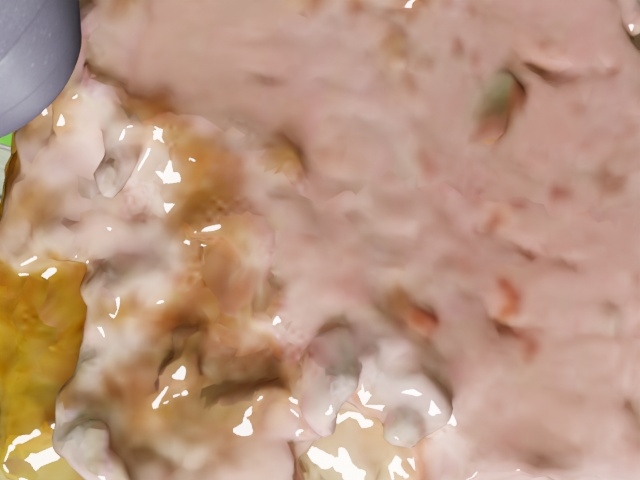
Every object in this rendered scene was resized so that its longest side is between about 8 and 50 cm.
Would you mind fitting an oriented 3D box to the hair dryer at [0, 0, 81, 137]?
[{"bbox_3d":[-0.271,-0.161,0.408,0.361,0.121,0.301,9,151,28],"label":"hair dryer"}]

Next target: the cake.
[{"bbox_3d":[0.000,0.000,0.608,0.307,0.314,0.293,8,165,-10],"label":"cake"}]
